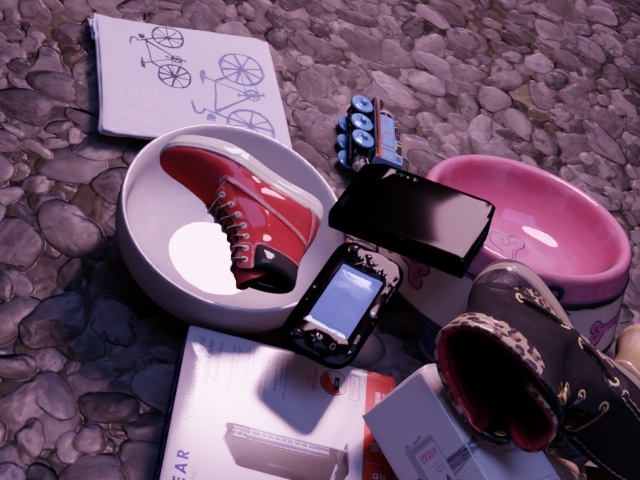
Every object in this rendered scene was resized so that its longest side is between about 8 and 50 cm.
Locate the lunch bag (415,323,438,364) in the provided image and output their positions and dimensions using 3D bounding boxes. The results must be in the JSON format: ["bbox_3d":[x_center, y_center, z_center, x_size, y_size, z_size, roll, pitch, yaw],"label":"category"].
[{"bbox_3d":[0.198,0.154,1.689,0.098,0.065,0.067,-6,40,-28],"label":"lunch bag"}]

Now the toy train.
[{"bbox_3d":[0.088,-0.178,1.947,0.105,0.080,0.184,21,41,-18],"label":"toy train"}]

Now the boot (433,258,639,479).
[{"bbox_3d":[0.304,0.206,1.435,0.377,0.138,0.284,53,24,5],"label":"boot"}]

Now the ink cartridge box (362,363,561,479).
[{"bbox_3d":[0.209,0.306,1.436,0.207,0.117,0.283,5,49,-58],"label":"ink cartridge box"}]

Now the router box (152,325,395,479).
[{"bbox_3d":[-0.058,0.295,1.424,0.301,0.082,0.335,15,45,-11],"label":"router box"}]

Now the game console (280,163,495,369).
[{"bbox_3d":[0.082,0.038,1.528,0.213,0.044,0.361,21,52,19],"label":"game console"}]

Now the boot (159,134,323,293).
[{"bbox_3d":[-0.126,-0.030,1.496,0.244,0.088,0.176,28,49,-7],"label":"boot"}]

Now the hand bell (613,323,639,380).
[{"bbox_3d":[0.438,0.230,1.687,0.242,0.126,0.126,-25,63,-37],"label":"hand bell"}]

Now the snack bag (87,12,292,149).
[{"bbox_3d":[-0.227,-0.258,1.904,0.342,0.037,0.323,5,47,-21],"label":"snack bag"}]

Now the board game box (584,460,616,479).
[{"bbox_3d":[0.574,0.316,1.554,0.208,0.347,0.056,-19,103,-40],"label":"board game box"}]

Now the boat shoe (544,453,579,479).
[{"bbox_3d":[0.293,0.330,1.567,0.170,0.063,0.059,16,39,-11],"label":"boat shoe"}]

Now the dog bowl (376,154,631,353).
[{"bbox_3d":[0.303,0.014,1.748,0.408,0.150,0.408,14,32,-9],"label":"dog bowl"}]

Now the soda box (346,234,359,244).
[{"bbox_3d":[0.000,0.000,1.745,0.169,0.060,0.053,42,50,17],"label":"soda box"}]

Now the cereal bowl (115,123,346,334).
[{"bbox_3d":[-0.139,-0.001,1.616,0.339,0.141,0.339,12,50,-15],"label":"cereal bowl"}]
